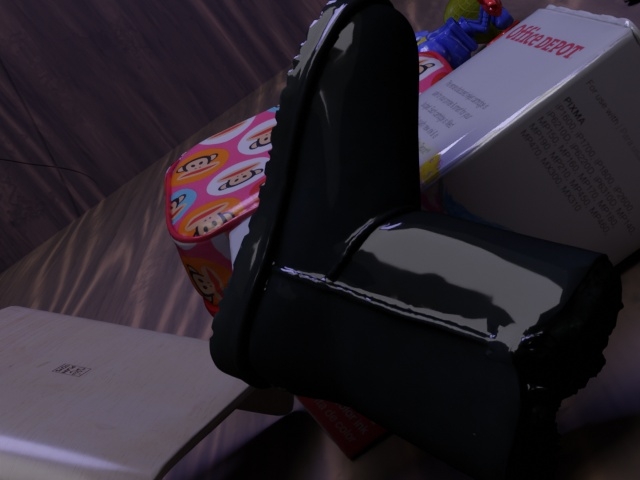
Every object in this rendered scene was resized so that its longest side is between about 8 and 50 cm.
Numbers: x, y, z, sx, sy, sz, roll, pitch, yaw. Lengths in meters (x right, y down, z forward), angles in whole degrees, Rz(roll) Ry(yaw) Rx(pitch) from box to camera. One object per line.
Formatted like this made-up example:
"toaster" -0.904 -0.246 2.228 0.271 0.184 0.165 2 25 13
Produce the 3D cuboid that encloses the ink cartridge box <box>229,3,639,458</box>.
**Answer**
"ink cartridge box" 0.093 -0.020 0.822 0.306 0.131 0.226 -35 15 5

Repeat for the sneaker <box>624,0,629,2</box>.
"sneaker" 0.351 -0.325 1.270 0.057 0.075 0.161 -22 21 44

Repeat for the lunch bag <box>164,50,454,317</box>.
"lunch bag" 0.003 -0.065 1.055 0.293 0.120 0.258 -23 28 2

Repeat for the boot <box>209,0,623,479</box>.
"boot" 0.067 -0.007 0.633 0.207 0.094 0.246 15 83 30

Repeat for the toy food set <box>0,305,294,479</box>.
"toy food set" -0.164 0.128 0.763 0.219 0.092 0.306 9 13 14

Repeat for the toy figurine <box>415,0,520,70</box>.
"toy figurine" 0.104 -0.230 1.358 0.217 0.191 0.362 -39 13 12
